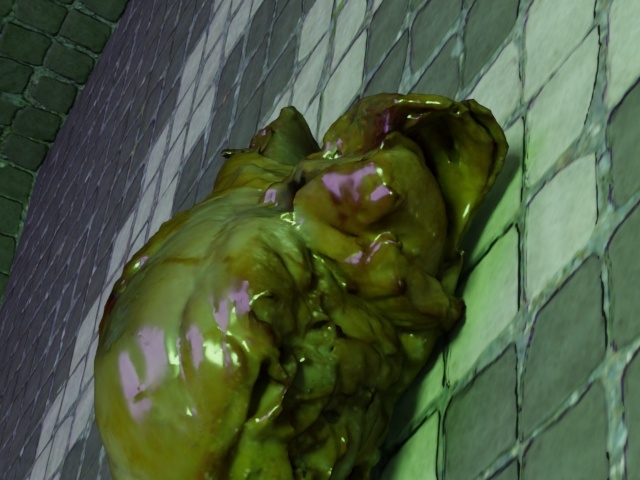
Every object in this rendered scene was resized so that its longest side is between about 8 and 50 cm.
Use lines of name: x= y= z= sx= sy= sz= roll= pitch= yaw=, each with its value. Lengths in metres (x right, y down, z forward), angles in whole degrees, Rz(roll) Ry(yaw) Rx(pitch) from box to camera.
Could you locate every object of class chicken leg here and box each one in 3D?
chicken leg: x=0.000 y=0.000 z=1.065 sx=0.295 sy=0.182 sz=0.409 roll=-47 pitch=14 yaw=22
